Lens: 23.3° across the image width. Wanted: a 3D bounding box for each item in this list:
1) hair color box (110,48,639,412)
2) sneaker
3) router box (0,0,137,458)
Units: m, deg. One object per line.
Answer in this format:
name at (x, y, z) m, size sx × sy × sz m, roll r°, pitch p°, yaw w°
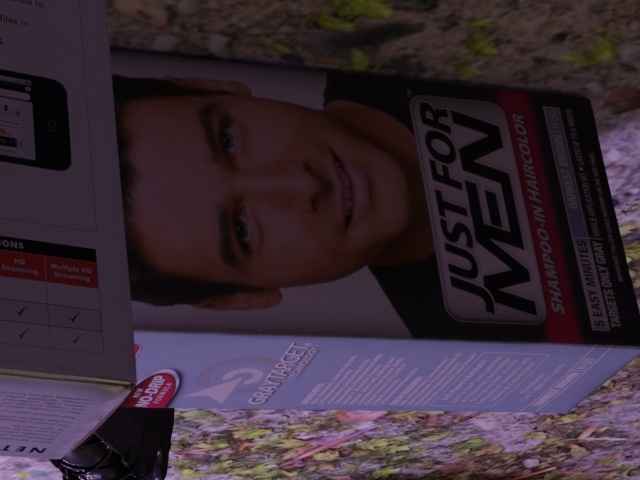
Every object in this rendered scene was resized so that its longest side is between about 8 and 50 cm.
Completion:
hair color box at (0.000, 0.000, 0.961) m, size 0.374 × 0.185 × 0.113 m, roll 3°, pitch 151°, yaw -21°
sneaker at (-0.173, 0.130, 1.177) m, size 0.109 × 0.130 × 0.286 m, roll -11°, pitch 165°, yaw 17°
router box at (-0.250, -0.075, 0.622) m, size 0.335 × 0.301 × 0.082 m, roll 9°, pitch 148°, yaw -29°
